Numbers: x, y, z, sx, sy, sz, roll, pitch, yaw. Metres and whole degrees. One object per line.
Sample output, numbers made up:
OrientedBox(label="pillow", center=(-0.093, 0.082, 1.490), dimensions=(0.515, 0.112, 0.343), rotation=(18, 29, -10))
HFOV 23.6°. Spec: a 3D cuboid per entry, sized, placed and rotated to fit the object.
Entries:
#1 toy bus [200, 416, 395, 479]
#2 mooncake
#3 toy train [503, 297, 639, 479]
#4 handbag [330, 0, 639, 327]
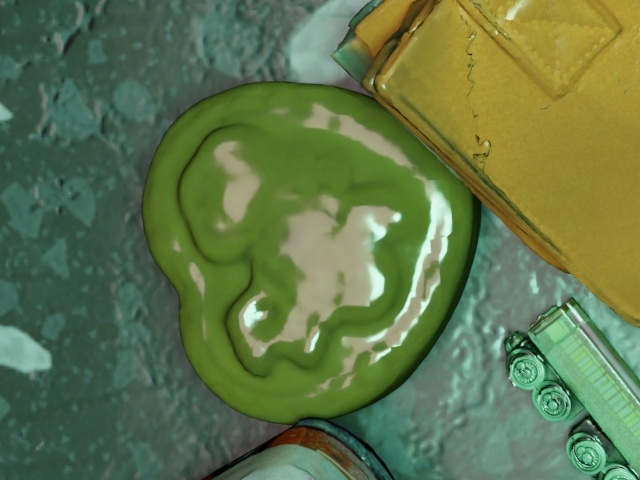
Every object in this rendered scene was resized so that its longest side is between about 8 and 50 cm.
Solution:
OrientedBox(label="toy bus", center=(-0.085, 0.242, 1.013), dimensions=(0.303, 0.147, 0.127), rotation=(-34, 94, 26))
OrientedBox(label="mooncake", center=(0.000, 0.000, 1.044), dimensions=(0.235, 0.117, 0.234), rotation=(-1, 87, 15))
OrientedBox(label="toy train", center=(0.186, 0.113, 1.040), dimensions=(0.071, 0.038, 0.148), rotation=(-39, 83, 10))
OrientedBox(label="handbag", center=(0.243, -0.166, 0.929), dimensions=(0.303, 0.116, 0.410), rotation=(41, 98, -24))
